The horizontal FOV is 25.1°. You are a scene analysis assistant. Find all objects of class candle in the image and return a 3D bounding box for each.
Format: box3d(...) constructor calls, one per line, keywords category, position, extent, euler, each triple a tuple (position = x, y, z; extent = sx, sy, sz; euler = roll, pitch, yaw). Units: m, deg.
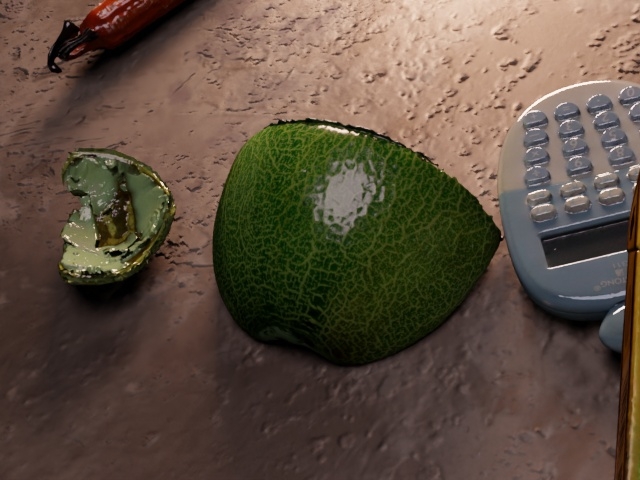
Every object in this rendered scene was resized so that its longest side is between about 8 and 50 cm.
box3d(category="candle", position=(-0.176, -0.275, 1.538), extent=(0.301, 0.059, 0.084), euler=(-40, 40, -17))

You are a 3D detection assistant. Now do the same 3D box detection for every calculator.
box3d(category="calculator", position=(0.248, -0.024, 1.215), extent=(0.188, 0.042, 0.303), euler=(-13, 51, 6))

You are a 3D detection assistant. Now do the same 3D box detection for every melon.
box3d(category="melon", position=(0.000, 0.000, 1.224), extent=(0.265, 0.129, 0.169), euler=(12, 61, 25))

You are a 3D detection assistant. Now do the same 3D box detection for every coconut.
box3d(category="coconut", position=(-0.191, -0.015, 1.339), extent=(0.133, 0.055, 0.158), euler=(-1, 55, 15))

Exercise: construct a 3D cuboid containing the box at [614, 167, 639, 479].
box3d(category="box", position=(0.317, 0.089, 1.044), extent=(0.192, 0.084, 0.301), euler=(7, 59, 6))
